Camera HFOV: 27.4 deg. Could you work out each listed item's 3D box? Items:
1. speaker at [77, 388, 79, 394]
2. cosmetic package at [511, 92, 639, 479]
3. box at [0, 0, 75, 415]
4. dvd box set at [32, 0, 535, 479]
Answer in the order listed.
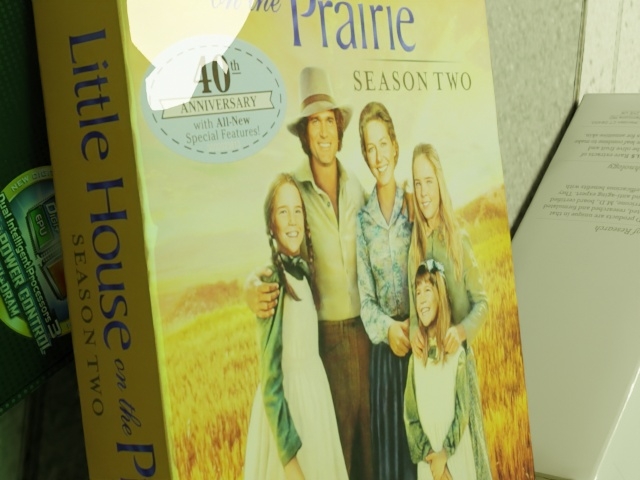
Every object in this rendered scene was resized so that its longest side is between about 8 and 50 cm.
[{"bbox_3d":[-0.077,0.038,0.716,0.055,0.055,0.136,51,56,-41],"label":"speaker"},{"bbox_3d":[0.236,0.077,1.030,0.197,0.155,0.365,55,52,-40],"label":"cosmetic package"},{"bbox_3d":[-0.199,-0.038,0.551,0.216,0.060,0.270,-38,123,-42],"label":"box"},{"bbox_3d":[0.000,0.000,0.682,0.308,0.062,0.420,-8,92,-52],"label":"dvd box set"}]
